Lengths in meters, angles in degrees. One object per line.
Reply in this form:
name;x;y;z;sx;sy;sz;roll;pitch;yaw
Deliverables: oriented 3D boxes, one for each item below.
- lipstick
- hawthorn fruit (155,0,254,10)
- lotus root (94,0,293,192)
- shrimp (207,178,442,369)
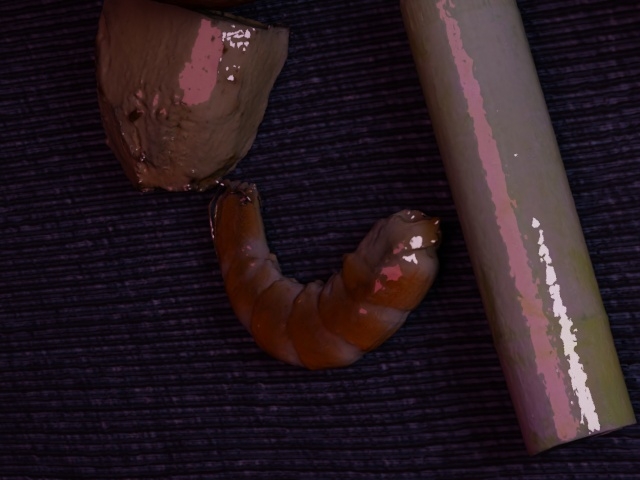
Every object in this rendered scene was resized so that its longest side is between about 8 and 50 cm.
lipstick;0.120;-0.023;1.138;0.076;0.076;0.304;-21;79;28
hawthorn fruit;-0.130;-0.297;1.128;0.285;0.369;0.284;-13;71;45
lotus root;-0.102;-0.102;1.266;0.143;0.070;0.144;11;95;30
shrimp;0.000;0.000;1.228;0.161;0.049;0.166;-46;61;23
